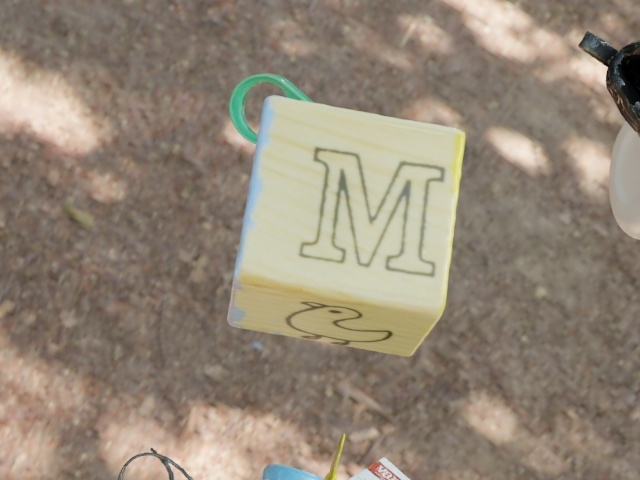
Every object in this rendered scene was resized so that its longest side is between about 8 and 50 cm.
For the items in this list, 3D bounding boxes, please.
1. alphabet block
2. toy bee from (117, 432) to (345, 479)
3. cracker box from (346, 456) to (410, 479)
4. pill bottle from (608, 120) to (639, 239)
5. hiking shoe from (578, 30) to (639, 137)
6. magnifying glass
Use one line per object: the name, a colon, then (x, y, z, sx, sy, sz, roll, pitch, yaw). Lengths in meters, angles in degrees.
alphabet block: (0.021, -0.010, 1.391, 0.197, 0.192, 0.193, 10, 74, -2)
toy bee: (-0.029, 0.280, 1.446, 0.298, 0.162, 0.195, 33, 80, 24)
cracker box: (0.056, 0.371, 1.705, 0.156, 0.067, 0.232, 39, 35, 23)
pill bottle: (0.539, -0.071, 1.770, 0.323, 0.181, 0.181, 7, 45, -14)
hiking shoe: (0.215, -0.038, 0.684, 0.114, 0.086, 0.227, 19, 12, -35)
magnifying glass: (-0.013, -0.151, 1.780, 0.231, 0.092, 0.026, 16, 13, 24)
